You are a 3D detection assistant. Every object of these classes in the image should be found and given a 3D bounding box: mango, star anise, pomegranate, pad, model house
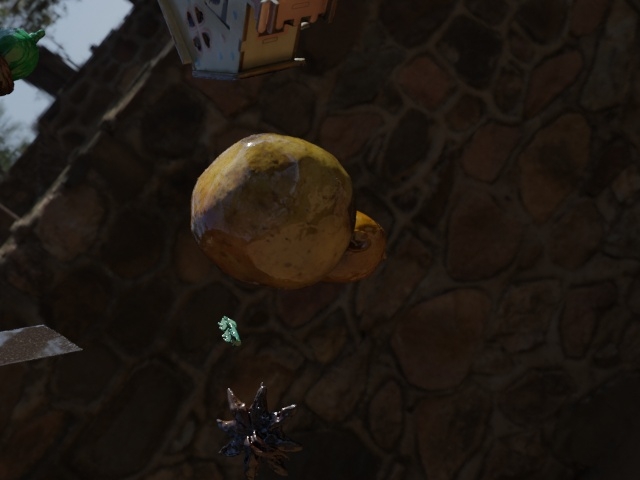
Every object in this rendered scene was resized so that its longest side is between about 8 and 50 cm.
[{"bbox_3d":[0.000,0.000,1.626,0.201,0.287,0.153,-105,29,-61],"label":"mango"},{"bbox_3d":[-0.170,0.494,1.965,0.272,0.272,0.102,-47,-15,18],"label":"star anise"},{"bbox_3d":[-0.076,-0.048,1.324,0.281,0.281,0.281,-48,14,16],"label":"pomegranate"},{"bbox_3d":[-0.574,0.193,1.404,0.330,0.220,0.004,4,101,60],"label":"pad"},{"bbox_3d":[-0.116,-0.350,1.176,0.169,0.326,0.244,-23,-32,-33],"label":"model house"}]

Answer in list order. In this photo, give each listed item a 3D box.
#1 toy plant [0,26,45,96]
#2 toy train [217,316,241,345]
[{"bbox_3d":[-0.540,-0.305,1.318,0.200,0.105,0.143,-48,18,-23],"label":"toy plant"},{"bbox_3d":[-0.211,0.214,1.833,0.029,0.045,0.092,-48,37,11],"label":"toy train"}]
